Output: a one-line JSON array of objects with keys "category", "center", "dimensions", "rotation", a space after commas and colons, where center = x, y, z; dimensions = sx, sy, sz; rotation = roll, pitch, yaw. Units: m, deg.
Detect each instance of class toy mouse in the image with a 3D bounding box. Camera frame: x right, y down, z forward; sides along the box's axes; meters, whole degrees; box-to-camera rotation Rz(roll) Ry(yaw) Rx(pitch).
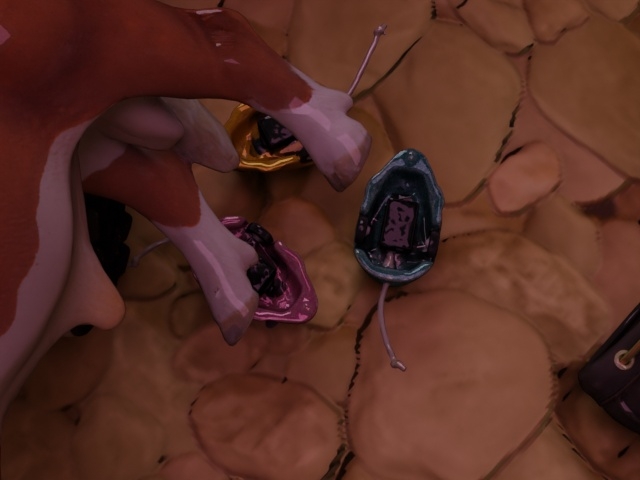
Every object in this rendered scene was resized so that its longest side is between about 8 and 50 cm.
[{"category": "toy mouse", "center": [0.000, 0.000, 0.506], "dimensions": [0.161, 0.031, 0.143], "rotation": [-31, 77, -11]}]

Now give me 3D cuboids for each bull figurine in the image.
[{"category": "bull figurine", "center": [-0.116, 0.036, 0.323], "dimensions": [0.188, 0.101, 0.310], "rotation": [27, 71, -15]}]

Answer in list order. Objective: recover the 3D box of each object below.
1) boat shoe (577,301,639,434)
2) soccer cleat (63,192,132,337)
[{"category": "boat shoe", "center": [0.199, -0.009, 0.491], "dimensions": [0.068, 0.081, 0.228], "rotation": [35, 78, 4]}, {"category": "soccer cleat", "center": [-0.132, -0.116, 0.441], "dimensions": [0.116, 0.109, 0.318], "rotation": [6, 107, 2]}]
